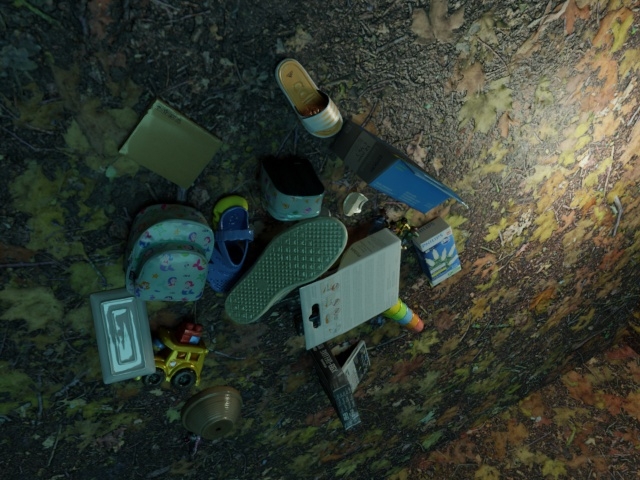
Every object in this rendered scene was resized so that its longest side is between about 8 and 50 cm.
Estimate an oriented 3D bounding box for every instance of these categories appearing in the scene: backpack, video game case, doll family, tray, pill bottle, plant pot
[{"bbox_3d":[-0.400,0.035,1.290,0.225,0.191,0.253,6,116,-32],"label":"backpack"},{"bbox_3d":[0.148,0.540,2.041,0.173,0.022,0.190,-49,141,-31],"label":"video game case"},{"bbox_3d":[0.249,-0.042,1.664,0.193,0.076,0.111,8,125,-30],"label":"doll family"},{"bbox_3d":[-0.567,0.273,1.389,0.145,0.030,0.270,-9,97,-21],"label":"tray"},{"bbox_3d":[0.000,0.000,1.524,0.119,0.119,0.208,-24,133,-11],"label":"pill bottle"},{"bbox_3d":[-0.079,-0.134,1.325,0.166,0.188,0.144,-3,125,-28],"label":"backpack"},{"bbox_3d":[-0.402,0.675,1.834,0.237,0.110,0.237,-15,132,-18],"label":"plant pot"}]

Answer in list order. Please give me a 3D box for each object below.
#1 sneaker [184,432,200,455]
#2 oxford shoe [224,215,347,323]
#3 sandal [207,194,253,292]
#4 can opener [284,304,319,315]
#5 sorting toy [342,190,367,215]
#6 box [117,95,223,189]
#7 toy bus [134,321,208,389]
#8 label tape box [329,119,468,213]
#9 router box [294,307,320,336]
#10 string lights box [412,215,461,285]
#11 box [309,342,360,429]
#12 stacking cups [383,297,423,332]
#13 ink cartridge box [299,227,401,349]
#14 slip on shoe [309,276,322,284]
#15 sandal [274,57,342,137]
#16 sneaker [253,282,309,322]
[{"bbox_3d":[-0.517,0.808,1.922,0.057,0.047,0.119,9,113,-26],"label":"sneaker"},{"bbox_3d":[-0.104,0.077,1.414,0.449,0.130,0.169,-41,91,21],"label":"oxford shoe"},{"bbox_3d":[-0.265,0.035,1.392,0.126,0.138,0.317,-6,129,-27],"label":"sandal"},{"bbox_3d":[0.011,0.210,1.715,0.280,0.093,0.074,-12,142,-22],"label":"can opener"},{"bbox_3d":[0.116,-0.119,1.553,0.075,0.045,0.083,13,117,-44],"label":"sorting toy"},{"bbox_3d":[-0.369,-0.235,1.200,0.164,0.021,0.201,-49,133,12],"label":"box"},{"bbox_3d":[-0.468,0.344,1.526,0.220,0.149,0.211,16,102,-34],"label":"toy bus"},{"bbox_3d":[0.211,-0.180,1.342,0.249,0.348,0.115,21,113,-39],"label":"label tape box"},{"bbox_3d":[-0.046,0.298,1.767,0.092,0.038,0.122,-19,148,-14],"label":"router box"},{"bbox_3d":[0.440,0.044,1.835,0.133,0.077,0.260,-31,134,-2],"label":"string lights box"},{"bbox_3d":[0.055,0.568,1.916,0.076,0.242,0.307,-25,134,-11],"label":"box"},{"bbox_3d":[0.336,0.301,1.965,0.096,0.096,0.316,-45,133,9],"label":"stacking cups"},{"bbox_3d":[0.091,0.164,1.607,0.385,0.091,0.308,-23,134,-21],"label":"ink cartridge box"},{"bbox_3d":[-0.021,0.124,1.663,0.051,0.041,0.135,-25,133,-10],"label":"slip on shoe"},{"bbox_3d":[-0.024,-0.354,1.262,0.102,0.076,0.265,-42,134,6],"label":"sandal"},{"bbox_3d":[-0.165,0.170,1.590,0.286,0.109,0.130,-23,127,-24],"label":"sneaker"}]
